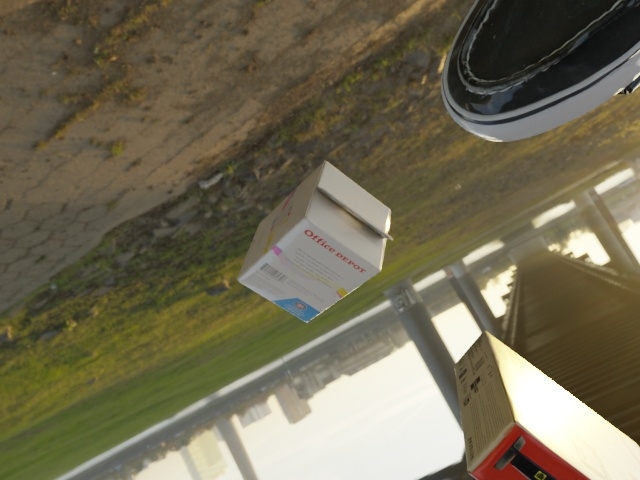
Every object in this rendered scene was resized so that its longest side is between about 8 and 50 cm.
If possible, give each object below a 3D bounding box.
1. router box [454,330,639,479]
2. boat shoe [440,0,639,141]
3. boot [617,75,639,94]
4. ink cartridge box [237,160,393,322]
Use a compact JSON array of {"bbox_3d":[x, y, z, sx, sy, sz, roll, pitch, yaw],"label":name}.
[{"bbox_3d":[0.330,0.286,0.761,0.082,0.301,0.335,-54,176,13],"label":"router box"},{"bbox_3d":[0.165,-0.171,0.274,0.306,0.113,0.105,-39,155,33],"label":"boat shoe"},{"bbox_3d":[0.561,-0.289,0.988,0.099,0.121,0.045,-40,135,-1],"label":"boot"},{"bbox_3d":[0.000,0.000,0.577,0.143,0.092,0.089,-39,-156,40],"label":"ink cartridge box"}]
